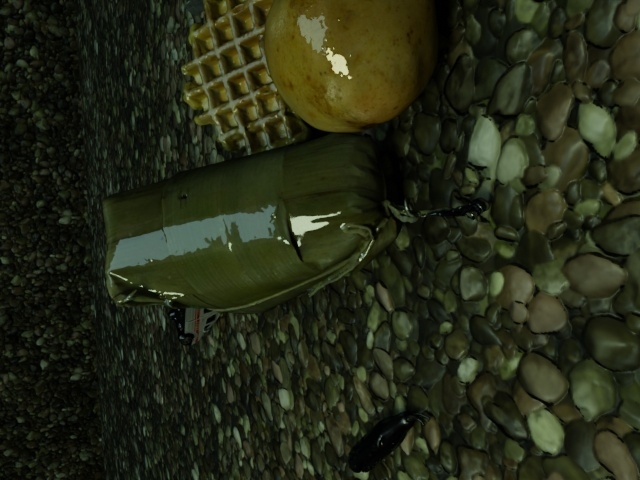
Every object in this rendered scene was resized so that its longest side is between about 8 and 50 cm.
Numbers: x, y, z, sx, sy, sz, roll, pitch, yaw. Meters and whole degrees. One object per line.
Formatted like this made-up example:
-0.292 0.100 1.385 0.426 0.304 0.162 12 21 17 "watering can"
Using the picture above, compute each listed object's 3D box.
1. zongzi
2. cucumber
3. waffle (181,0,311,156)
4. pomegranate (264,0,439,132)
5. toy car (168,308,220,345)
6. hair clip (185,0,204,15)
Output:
0.000 0.000 0.721 0.446 0.418 0.182 -12 69 19 "zongzi"
0.078 0.244 0.668 0.043 0.039 0.163 44 137 18 "cucumber"
-0.083 -0.242 0.748 0.249 0.056 0.253 45 115 12 "waffle"
0.025 -0.210 0.545 0.196 0.196 0.196 15 108 57 "pomegranate"
-0.253 0.124 1.132 0.089 0.108 0.210 48 138 41 "toy car"
-0.127 -0.390 0.788 0.256 0.146 0.075 -3 58 42 "hair clip"
